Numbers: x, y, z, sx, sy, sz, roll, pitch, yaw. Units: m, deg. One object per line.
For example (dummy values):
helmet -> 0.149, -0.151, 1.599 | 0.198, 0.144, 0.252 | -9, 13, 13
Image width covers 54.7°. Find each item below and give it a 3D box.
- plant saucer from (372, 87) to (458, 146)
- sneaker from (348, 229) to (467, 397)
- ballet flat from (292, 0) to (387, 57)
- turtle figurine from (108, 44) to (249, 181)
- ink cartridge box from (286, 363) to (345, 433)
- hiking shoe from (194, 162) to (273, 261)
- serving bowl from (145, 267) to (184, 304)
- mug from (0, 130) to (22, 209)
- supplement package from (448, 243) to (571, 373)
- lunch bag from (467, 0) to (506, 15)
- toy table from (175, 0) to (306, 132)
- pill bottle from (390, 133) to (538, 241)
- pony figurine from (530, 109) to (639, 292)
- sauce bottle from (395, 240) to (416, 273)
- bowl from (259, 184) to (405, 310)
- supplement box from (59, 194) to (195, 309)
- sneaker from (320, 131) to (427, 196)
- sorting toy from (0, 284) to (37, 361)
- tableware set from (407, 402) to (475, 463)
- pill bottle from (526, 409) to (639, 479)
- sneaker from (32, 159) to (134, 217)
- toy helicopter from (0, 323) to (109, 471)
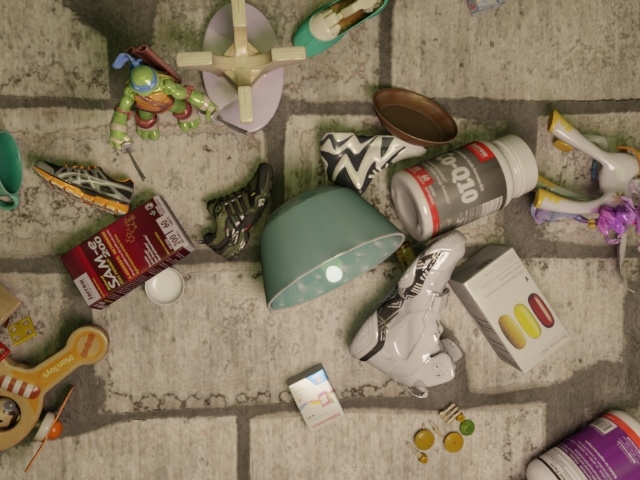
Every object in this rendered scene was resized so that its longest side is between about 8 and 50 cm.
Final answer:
plant saucer -> 0.199, -0.259, 1.334 | 0.198, 0.199, 0.036 | 19, 131, -7
sneaker -> 0.235, 0.162, 1.302 | 0.210, 0.137, 0.366 | 39, 112, 8
ballet flat -> 0.044, -0.485, 1.330 | 0.247, 0.087, 0.083 | -34, 96, -4
turtle figurine -> -0.302, -0.220, 1.210 | 0.274, 0.266, 0.198 | 42, 88, -6
ink cartridge box -> -0.009, 0.352, 1.380 | 0.088, 0.052, 0.123 | -26, 97, -5
hiking shoe -> -0.181, -0.073, 1.323 | 0.114, 0.086, 0.227 | 26, 90, -11
serving bowl -> -0.336, 0.097, 1.342 | 0.083, 0.027, 0.084 | 0, 93, -6
mug -> -0.671, -0.138, 1.240 | 0.097, 0.129, 0.158 | -4, 94, -3
supplement package -> 0.415, 0.147, 1.379 | 0.139, 0.134, 0.244 | -36, 96, -4
lunch bag -> 0.371, -0.554, 1.383 | 0.083, 0.053, 0.071 | -21, 96, -14
toy table -> -0.163, -0.367, 1.275 | 0.252, 0.161, 0.275 | -16, 95, -6
pill bottle -> 0.309, -0.120, 1.336 | 0.283, 0.161, 0.161 | -23, 95, -11
pony figurine -> 0.647, -0.090, 1.347 | 0.363, 0.303, 0.351 | 13, 79, 3
sauce bottle -> 0.205, 0.066, 1.397 | 0.042, 0.042, 0.128 | -23, 93, -5
bowl -> 0.000, 0.000, 1.266 | 0.311, 0.311, 0.163 | -26, 76, -5
supplement box -> -0.400, 0.026, 1.295 | 0.239, 0.073, 0.130 | -34, 81, -4
sneaker -> 0.113, -0.155, 1.355 | 0.234, 0.094, 0.153 | 1, 101, -15
sorting toy -> -0.689, 0.153, 1.266 | 0.274, 0.046, 0.132 | 30, 66, 20
tableware set -> 0.282, 0.455, 1.436 | 0.154, 0.024, 0.104 | -41, 100, -4
pill bottle -> 0.600, 0.538, 1.396 | 0.322, 0.181, 0.182 | -31, 96, -4
sneaker -> -0.491, -0.122, 1.294 | 0.214, 0.084, 0.083 | 23, 77, -11
toy helicopter -> -0.578, 0.307, 1.270 | 0.355, 0.140, 0.235 | -36, 101, -4
